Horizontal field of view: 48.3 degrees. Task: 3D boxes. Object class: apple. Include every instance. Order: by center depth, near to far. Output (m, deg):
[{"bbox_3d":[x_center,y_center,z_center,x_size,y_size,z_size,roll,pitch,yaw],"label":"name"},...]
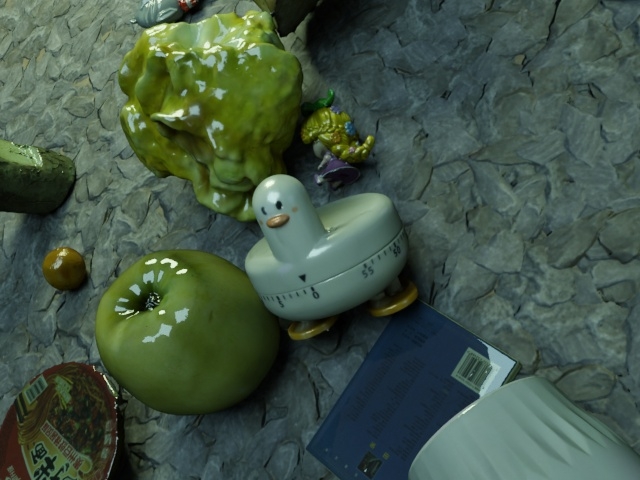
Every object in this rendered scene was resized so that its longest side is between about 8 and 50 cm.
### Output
[{"bbox_3d":[-0.195,0.132,1.068,0.262,0.262,0.262,-11,64,25],"label":"apple"}]

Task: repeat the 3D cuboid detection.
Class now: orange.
[{"bbox_3d":[-0.485,0.054,1.354,0.085,0.085,0.085,-11,64,25],"label":"orange"}]

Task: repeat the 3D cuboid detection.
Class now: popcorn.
[{"bbox_3d":[-0.172,-0.221,1.203,0.293,0.292,0.334,-34,45,-18],"label":"popcorn"}]

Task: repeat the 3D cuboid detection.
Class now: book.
[{"bbox_3d":[0.120,0.229,0.972,0.191,0.025,0.269,32,87,36],"label":"book"}]

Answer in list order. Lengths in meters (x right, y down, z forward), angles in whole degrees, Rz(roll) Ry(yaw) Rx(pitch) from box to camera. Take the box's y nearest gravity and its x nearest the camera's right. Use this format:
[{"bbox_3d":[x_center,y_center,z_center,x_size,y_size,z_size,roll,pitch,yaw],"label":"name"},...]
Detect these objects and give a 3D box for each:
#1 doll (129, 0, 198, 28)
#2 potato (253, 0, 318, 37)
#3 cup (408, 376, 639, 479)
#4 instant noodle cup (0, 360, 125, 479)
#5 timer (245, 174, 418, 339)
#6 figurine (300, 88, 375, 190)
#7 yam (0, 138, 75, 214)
[{"bbox_3d":[-0.316,-0.491,1.497,0.180,0.079,0.094,-26,43,3],"label":"doll"},{"bbox_3d":[-0.084,-0.542,1.211,0.237,0.301,0.289,37,97,4],"label":"potato"},{"bbox_3d":[0.268,0.337,0.705,0.253,0.253,0.371,-41,54,8],"label":"cup"},{"bbox_3d":[-0.409,0.341,1.178,0.274,0.091,0.274,-11,64,24],"label":"instant noodle cup"},{"bbox_3d":[0.000,0.000,1.000,0.233,0.233,0.240,-20,105,21],"label":"timer"},{"bbox_3d":[0.029,-0.175,1.152,0.115,0.095,0.156,-28,62,30],"label":"figurine"},{"bbox_3d":[-0.628,-0.130,1.420,0.154,0.254,0.154,-7,77,32],"label":"yam"}]
